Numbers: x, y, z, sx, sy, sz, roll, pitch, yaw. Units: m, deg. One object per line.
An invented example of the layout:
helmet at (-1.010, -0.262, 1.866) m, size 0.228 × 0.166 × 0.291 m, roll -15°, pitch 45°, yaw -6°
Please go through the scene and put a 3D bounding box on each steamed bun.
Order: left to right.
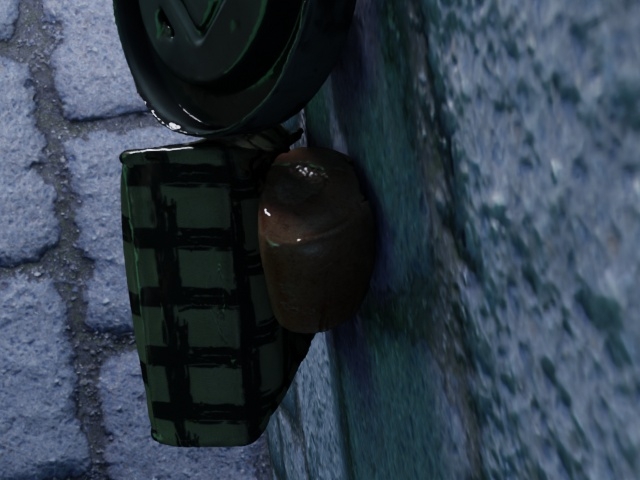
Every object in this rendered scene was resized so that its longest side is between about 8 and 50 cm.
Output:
steamed bun at (0.000, 0.000, 0.752) m, size 0.175 × 0.107 × 0.144 m, roll -88°, pitch -7°, yaw -52°

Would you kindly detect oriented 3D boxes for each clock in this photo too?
clock at (-0.092, -0.257, 0.720) m, size 0.325 × 0.067 × 0.324 m, roll 10°, pitch 104°, yaw 47°

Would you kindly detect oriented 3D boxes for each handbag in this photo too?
handbag at (-0.099, 0.027, 0.926) m, size 0.327 × 0.163 × 0.325 m, roll -52°, pitch -40°, yaw -71°
